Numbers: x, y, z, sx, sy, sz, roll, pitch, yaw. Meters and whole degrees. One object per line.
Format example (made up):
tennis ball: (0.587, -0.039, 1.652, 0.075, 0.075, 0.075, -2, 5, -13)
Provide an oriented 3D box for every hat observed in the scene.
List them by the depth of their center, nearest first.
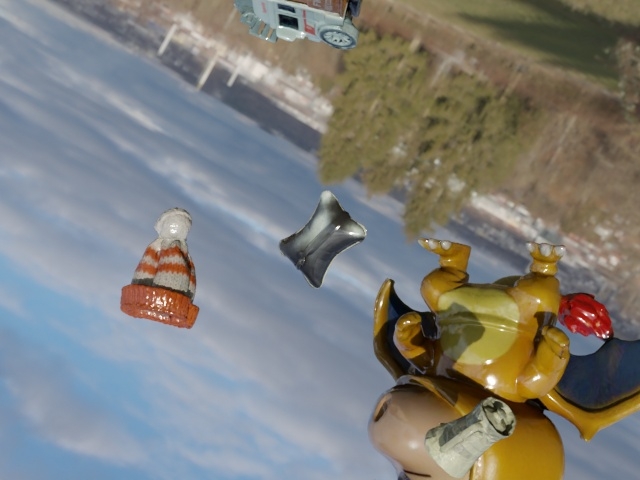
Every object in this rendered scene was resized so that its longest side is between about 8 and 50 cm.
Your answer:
hat: (-0.216, 0.035, 1.402, 0.112, 0.162, 0.093, 12, 163, -4)

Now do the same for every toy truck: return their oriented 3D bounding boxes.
toy truck: (-0.029, -0.345, 1.181, 0.184, 0.133, 0.338, 13, 166, 3)

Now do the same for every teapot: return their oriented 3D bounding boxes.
teapot: (0.148, 0.190, 0.972, 0.057, 0.083, 0.067, 57, -156, 20)

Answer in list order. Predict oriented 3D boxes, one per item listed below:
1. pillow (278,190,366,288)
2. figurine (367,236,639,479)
pillow: (0.001, 0.000, 1.466, 0.055, 0.135, 0.091, 15, -144, -44)
figurine: (0.231, 0.199, 1.241, 0.401, 0.387, 0.268, 6, 171, 13)
